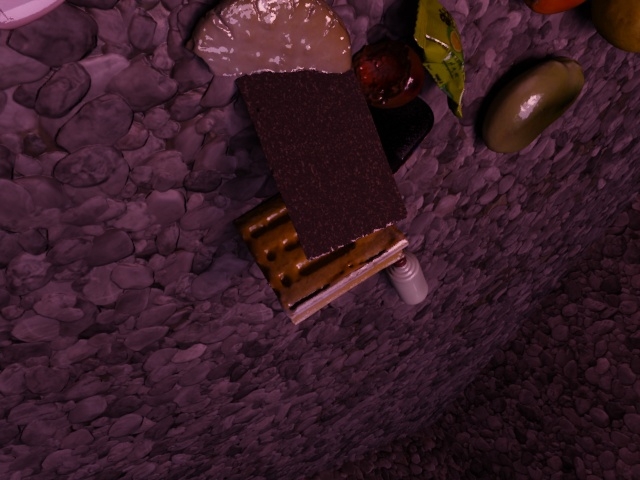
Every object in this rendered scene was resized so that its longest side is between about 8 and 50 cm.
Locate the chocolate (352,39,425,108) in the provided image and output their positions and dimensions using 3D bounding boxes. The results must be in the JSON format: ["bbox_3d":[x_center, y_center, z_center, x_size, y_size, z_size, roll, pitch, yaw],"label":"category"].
[{"bbox_3d":[0.130,-0.300,0.849,0.127,0.133,0.124,-13,140,-27],"label":"chocolate"}]

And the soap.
[{"bbox_3d":[0.000,0.000,0.952,0.281,0.259,0.143,-29,148,-9],"label":"soap"}]

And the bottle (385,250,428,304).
[{"bbox_3d":[0.262,0.106,1.407,0.104,0.104,0.245,-37,143,-2],"label":"bottle"}]

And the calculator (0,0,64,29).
[{"bbox_3d":[-0.358,-0.301,0.523,0.165,0.024,0.103,-34,143,-8],"label":"calculator"}]

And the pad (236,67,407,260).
[{"bbox_3d":[0.012,-0.155,0.810,0.219,0.331,0.004,-22,-176,-19],"label":"pad"}]

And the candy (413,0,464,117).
[{"bbox_3d":[0.236,-0.361,0.880,0.069,0.149,0.246,-11,152,34],"label":"candy"}]

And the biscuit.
[{"bbox_3d":[-0.061,-0.322,0.712,0.289,0.038,0.141,-9,144,-25],"label":"biscuit"}]

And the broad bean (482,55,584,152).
[{"bbox_3d":[0.533,-0.342,1.159,0.291,0.119,0.238,-40,153,6],"label":"broad bean"}]

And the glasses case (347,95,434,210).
[{"bbox_3d":[0.104,-0.174,0.904,0.321,0.122,0.082,-49,166,-19],"label":"glasses case"}]

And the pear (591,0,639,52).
[{"bbox_3d":[0.748,-0.555,1.007,0.287,0.287,0.375,-52,170,17],"label":"pear"}]

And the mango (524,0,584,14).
[{"bbox_3d":[0.525,-0.573,0.908,0.289,0.129,0.146,-53,143,5],"label":"mango"}]
